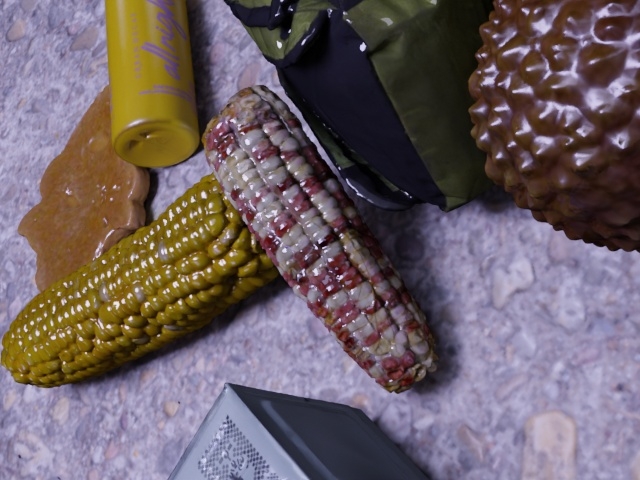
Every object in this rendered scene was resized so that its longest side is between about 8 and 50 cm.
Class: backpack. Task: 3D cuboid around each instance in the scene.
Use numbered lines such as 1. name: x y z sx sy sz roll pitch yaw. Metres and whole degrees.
1. backpack: 0.028 -0.137 0.701 0.140 0.207 0.253 -38 41 -5

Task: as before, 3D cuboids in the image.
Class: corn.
1. corn: 0.000 0.000 0.709 0.079 0.079 0.237 -37 84 21
2. corn: -0.147 0.043 0.839 0.313 0.102 0.102 -31 56 31

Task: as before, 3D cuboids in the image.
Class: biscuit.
1. biscuit: -0.218 -0.044 0.966 0.162 0.035 0.250 9 79 35

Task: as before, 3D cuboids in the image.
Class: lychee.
1. lychee: 0.199 -0.091 0.555 0.238 0.200 0.200 -22 59 16

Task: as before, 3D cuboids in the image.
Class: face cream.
1. face cream: -0.163 -0.202 0.957 0.078 0.078 0.273 -25 59 29

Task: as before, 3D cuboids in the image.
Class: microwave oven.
1. microwave oven: -0.039 0.211 0.645 0.122 0.162 0.208 41 104 41
